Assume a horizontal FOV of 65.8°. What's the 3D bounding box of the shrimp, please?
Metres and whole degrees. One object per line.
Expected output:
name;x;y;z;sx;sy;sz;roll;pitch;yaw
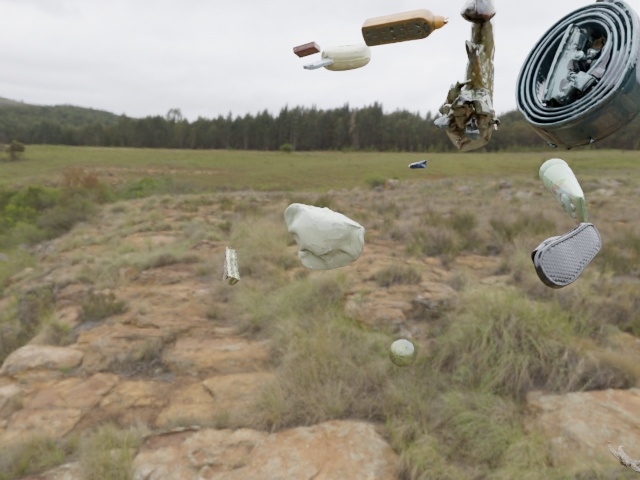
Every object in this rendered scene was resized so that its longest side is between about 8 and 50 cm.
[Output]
shrimp;0.217;-0.241;0.698;0.085;0.246;0.360;6;27;20

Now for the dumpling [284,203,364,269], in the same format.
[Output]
dumpling;-0.002;-0.001;1.050;0.169;0.134;0.100;13;23;-10

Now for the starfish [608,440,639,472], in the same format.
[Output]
starfish;0.704;0.500;1.138;0.091;0.028;0.078;34;18;27

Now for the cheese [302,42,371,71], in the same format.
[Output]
cheese;0.063;-0.595;1.629;0.163;0.070;0.249;10;33;24

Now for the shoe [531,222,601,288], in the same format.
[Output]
shoe;0.329;0.021;0.681;0.159;0.062;0.053;-26;4;-32

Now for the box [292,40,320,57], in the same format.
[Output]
box;-0.046;-0.648;1.681;0.082;0.023;0.051;-7;-5;24

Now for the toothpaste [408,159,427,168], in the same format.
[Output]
toothpaste;0.331;-0.255;1.679;0.019;0.027;0.083;8;-3;-34

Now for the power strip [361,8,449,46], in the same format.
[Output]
power strip;0.156;-0.403;0.938;0.178;0.028;0.049;5;-39;32

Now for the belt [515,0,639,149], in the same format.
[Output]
belt;0.450;-0.294;0.849;0.116;0.267;0.206;26;-16;-33

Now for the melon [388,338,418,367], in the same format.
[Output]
melon;0.280;0.385;1.689;0.098;0.098;0.131;12;-6;31

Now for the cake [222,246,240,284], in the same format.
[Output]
cake;-0.310;0.084;1.735;0.051;0.140;0.055;16;-28;-35

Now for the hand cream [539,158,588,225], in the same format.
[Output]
hand cream;0.786;-0.155;1.569;0.093;0.147;0.305;-18;34;13
